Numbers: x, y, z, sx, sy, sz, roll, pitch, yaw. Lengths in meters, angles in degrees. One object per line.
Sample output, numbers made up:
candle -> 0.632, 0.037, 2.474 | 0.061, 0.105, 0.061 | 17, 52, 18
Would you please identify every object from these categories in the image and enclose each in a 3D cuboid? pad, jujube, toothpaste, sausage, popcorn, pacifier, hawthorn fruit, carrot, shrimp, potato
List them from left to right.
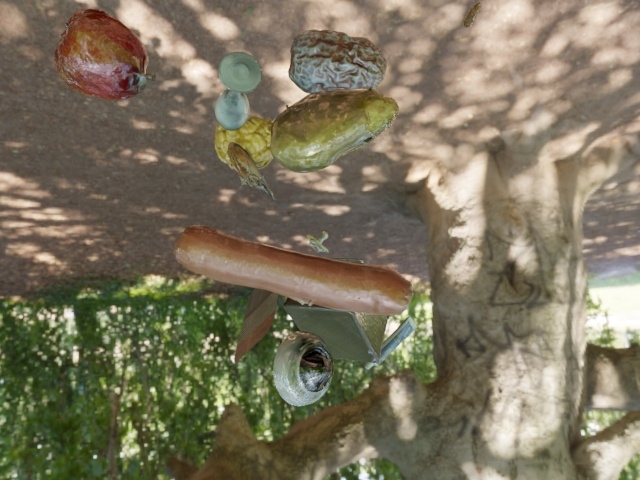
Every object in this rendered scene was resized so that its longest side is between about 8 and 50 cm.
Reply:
hawthorn fruit -> -0.451, -0.389, 1.178 | 0.202, 0.185, 0.185 | 20, 158, -24
pad -> -0.212, 0.196, 1.348 | 0.323, 0.250, 0.055 | -27, 121, 22
popcorn -> -0.243, -0.337, 1.852 | 0.250, 0.190, 0.250 | 10, -153, -5
shrimp -> -0.226, -0.194, 1.730 | 0.066, 0.117, 0.262 | -15, 133, 23
sausage -> -0.049, 0.056, 0.961 | 0.419, 0.094, 0.094 | 12, -173, 4
pacifier -> 0.000, 0.000, 1.657 | 0.083, 0.064, 0.068 | 41, 166, -16
potato -> 0.026, -0.251, 1.194 | 0.296, 0.141, 0.191 | -21, -148, -8
jujube -> 0.050, -0.560, 1.775 | 0.317, 0.226, 0.226 | 10, 164, -16
toothpaste -> 0.202, 0.301, 1.599 | 0.057, 0.197, 0.035 | 54, 168, -32
carrot -> 0.521, -0.775, 1.895 | 0.036, 0.035, 0.165 | -4, 177, 1

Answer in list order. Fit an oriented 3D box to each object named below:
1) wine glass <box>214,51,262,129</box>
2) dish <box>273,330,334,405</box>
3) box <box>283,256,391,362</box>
wine glass -> -0.155, -0.298, 1.385 | 0.096, 0.264, 0.309 | -45, -175, -14
dish -> -0.010, 0.238, 1.027 | 0.078, 0.141, 0.141 | -10, 167, 43
box -> 0.050, 0.176, 1.367 | 0.184, 0.143, 0.273 | 1, 143, 24
